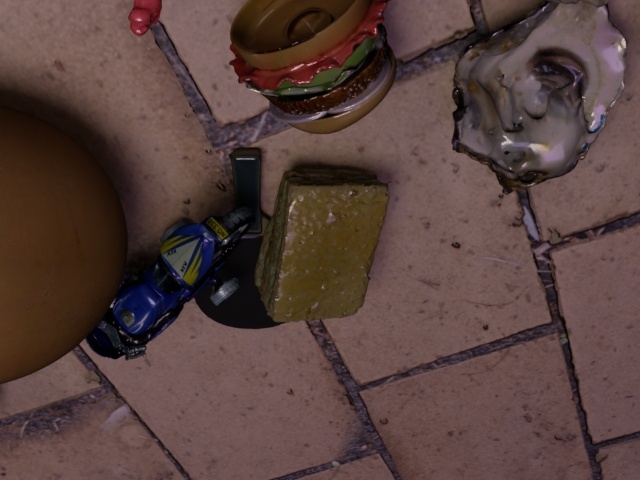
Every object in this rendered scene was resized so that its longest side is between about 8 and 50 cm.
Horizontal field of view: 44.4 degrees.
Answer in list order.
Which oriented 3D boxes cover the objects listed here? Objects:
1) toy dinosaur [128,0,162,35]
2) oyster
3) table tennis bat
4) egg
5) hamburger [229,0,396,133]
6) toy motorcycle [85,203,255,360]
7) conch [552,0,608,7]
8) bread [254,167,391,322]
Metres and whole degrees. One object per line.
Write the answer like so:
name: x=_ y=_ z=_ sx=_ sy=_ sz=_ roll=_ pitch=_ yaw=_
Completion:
toy dinosaur: x=-0.122 y=-0.319 z=0.727 sx=0.070 sy=0.139 sz=0.286 roll=17 pitch=88 yaw=8
oyster: x=0.246 y=-0.170 z=0.892 sx=0.223 sy=0.083 sz=0.214 roll=-41 pitch=125 yaw=17
table tennis bat: x=-0.095 y=0.011 z=1.036 sx=0.173 sy=0.022 sz=0.301 roll=-2 pitch=129 yaw=-3
egg: x=-0.387 y=0.006 z=0.812 sx=0.373 sy=0.301 sz=0.301 roll=-8 pitch=133 yaw=-31
hamburger: x=-0.001 y=-0.187 z=0.804 sx=0.175 sy=0.175 sz=0.137 roll=-20 pitch=134 yaw=10
toy motorcycle: x=-0.192 y=0.060 z=0.957 sx=0.113 sy=0.169 sz=0.315 roll=49 pitch=129 yaw=3
conch: x=0.159 y=-0.321 z=0.721 sx=0.210 sy=0.159 sz=0.291 roll=-38 pitch=84 yaw=13
bread: x=0.000 y=0.000 z=0.971 sx=0.138 sy=0.102 sz=0.196 roll=-3 pitch=122 yaw=-25
